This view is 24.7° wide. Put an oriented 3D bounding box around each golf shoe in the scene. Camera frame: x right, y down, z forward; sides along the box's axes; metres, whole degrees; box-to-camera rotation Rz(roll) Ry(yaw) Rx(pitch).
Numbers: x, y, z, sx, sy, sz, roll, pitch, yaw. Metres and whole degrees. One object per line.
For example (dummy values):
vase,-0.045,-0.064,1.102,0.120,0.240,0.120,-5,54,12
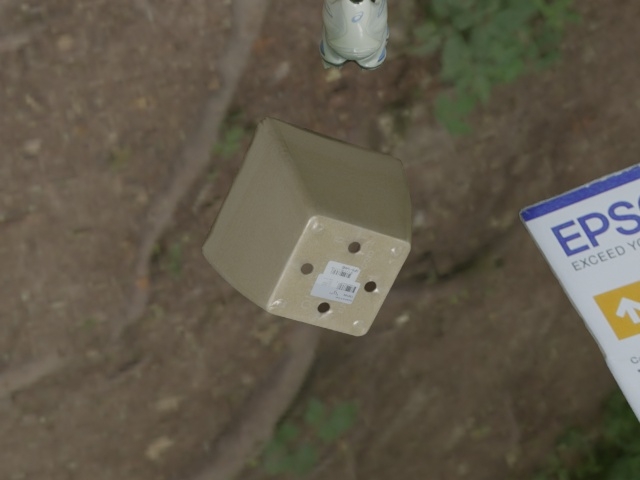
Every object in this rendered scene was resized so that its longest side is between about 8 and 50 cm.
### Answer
golf shoe,0.029,-0.221,1.163,0.069,0.176,0.086,-3,145,-4

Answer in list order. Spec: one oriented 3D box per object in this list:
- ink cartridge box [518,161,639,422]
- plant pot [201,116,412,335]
ink cartridge box,0.292,0.058,0.540,0.324,0.330,0.071,-22,-165,35
plant pot,0.000,0.000,0.944,0.109,0.096,0.109,16,112,-25
